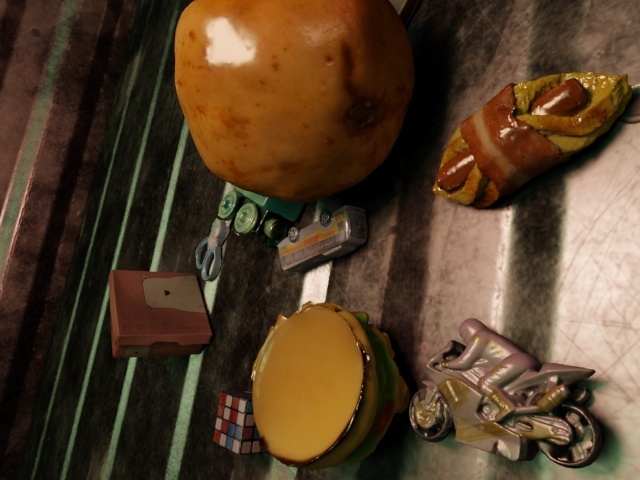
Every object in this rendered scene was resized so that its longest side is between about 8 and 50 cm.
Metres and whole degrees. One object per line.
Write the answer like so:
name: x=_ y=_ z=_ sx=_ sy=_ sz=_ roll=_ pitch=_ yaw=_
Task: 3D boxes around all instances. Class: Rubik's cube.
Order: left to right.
Rubik's cube: x=-0.127 y=0.328 z=0.825 sx=0.092 sy=0.092 sz=0.093 roll=-7 pitch=72 yaw=47

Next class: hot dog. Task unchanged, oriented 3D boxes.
hot dog: x=0.237 y=-0.128 z=0.566 sx=0.261 sy=0.093 sz=0.123 roll=-39 pitch=49 yaw=34

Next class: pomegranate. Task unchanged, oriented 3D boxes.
pomegranate: x=-0.056 y=-0.255 z=0.746 sx=0.409 sy=0.409 sz=0.411 roll=-20 pitch=62 yaw=44

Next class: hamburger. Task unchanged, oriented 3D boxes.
hamburger: x=0.016 y=0.213 z=0.660 sx=0.237 sy=0.148 sz=0.237 roll=-21 pitch=57 yaw=35

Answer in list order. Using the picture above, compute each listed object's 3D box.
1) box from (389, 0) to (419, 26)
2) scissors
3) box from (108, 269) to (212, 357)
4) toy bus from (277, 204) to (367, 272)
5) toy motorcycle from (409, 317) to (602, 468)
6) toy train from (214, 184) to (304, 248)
box: x=0.118 y=-0.414 z=0.852 sx=0.115 sy=0.035 sz=0.178 roll=45 pitch=111 yaw=46
scissors: x=-0.255 y=-0.025 z=1.146 sx=0.125 sy=0.030 sz=0.256 roll=43 pitch=112 yaw=48
box: x=-0.393 y=0.177 z=1.095 sx=0.086 sy=0.214 sz=0.215 roll=-62 pitch=40 yaw=30
toy bus: x=0.000 y=0.000 z=0.819 sx=0.190 sy=0.064 sz=0.076 roll=-25 pitch=64 yaw=42
toy motorcycle: x=0.198 y=0.166 z=0.525 sx=0.224 sy=0.073 sz=0.153 roll=-13 pitch=64 yaw=47
toy train: x=-0.124 y=-0.086 z=0.961 sx=0.203 sy=0.112 sz=0.163 roll=33 pitch=96 yaw=49
